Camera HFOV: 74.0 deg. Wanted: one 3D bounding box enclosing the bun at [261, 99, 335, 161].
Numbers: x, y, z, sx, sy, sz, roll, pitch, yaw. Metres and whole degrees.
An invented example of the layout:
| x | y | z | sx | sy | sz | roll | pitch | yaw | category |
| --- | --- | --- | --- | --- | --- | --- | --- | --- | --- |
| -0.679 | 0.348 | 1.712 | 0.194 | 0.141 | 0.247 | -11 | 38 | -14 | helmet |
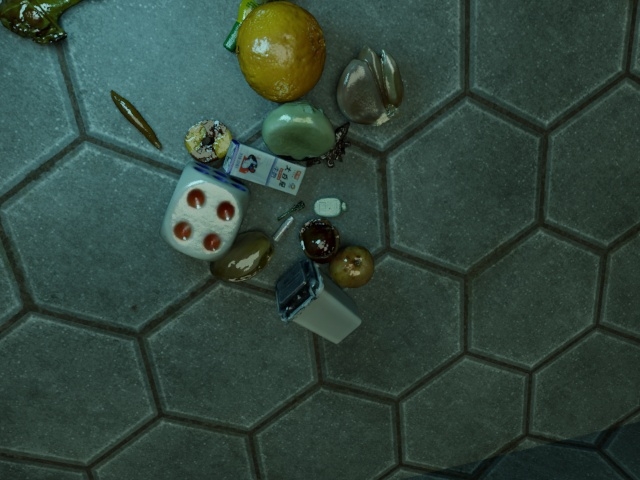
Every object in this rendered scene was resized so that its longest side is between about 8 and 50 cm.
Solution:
| x | y | z | sx | sy | sz | roll | pitch | yaw | category |
| --- | --- | --- | --- | --- | --- | --- | --- | --- | --- |
| -0.087 | -0.437 | 1.632 | 0.283 | 0.283 | 0.179 | 5 | 64 | -12 | bun |

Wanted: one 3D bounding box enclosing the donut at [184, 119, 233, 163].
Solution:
| x | y | z | sx | sy | sz | roll | pitch | yaw | category |
| --- | --- | --- | --- | --- | --- | --- | --- | --- | --- |
| -0.445 | -0.399 | 1.702 | 0.184 | 0.073 | 0.166 | -35 | 112 | 0 | donut |

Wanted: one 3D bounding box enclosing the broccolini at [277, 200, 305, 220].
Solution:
| x | y | z | sx | sy | sz | roll | pitch | yaw | category |
| --- | --- | --- | --- | --- | --- | --- | --- | --- | --- |
| -0.128 | -0.125 | 1.876 | 0.140 | 0.030 | 0.035 | -34 | 115 | 5 | broccolini |

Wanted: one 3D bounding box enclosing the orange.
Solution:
| x | y | z | sx | sy | sz | roll | pitch | yaw | category |
| --- | --- | --- | --- | --- | --- | --- | --- | --- | --- |
| -0.129 | -0.675 | 1.530 | 0.293 | 0.340 | 0.341 | -4 | 112 | 25 | orange |

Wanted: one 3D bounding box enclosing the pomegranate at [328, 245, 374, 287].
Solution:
| x | y | z | sx | sy | sz | roll | pitch | yaw | category |
| --- | --- | --- | --- | --- | --- | --- | --- | --- | --- |
| 0.142 | 0.116 | 1.915 | 0.207 | 0.207 | 0.207 | -3 | 108 | -10 | pomegranate |

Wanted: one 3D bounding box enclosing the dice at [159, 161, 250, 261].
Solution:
| x | y | z | sx | sy | sz | roll | pitch | yaw | category |
| --- | --- | --- | --- | --- | --- | --- | --- | --- | --- |
| -0.451 | -0.117 | 1.668 | 0.277 | 0.304 | 0.304 | 24 | 102 | -17 | dice |

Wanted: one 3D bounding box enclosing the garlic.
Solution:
| x | y | z | sx | sy | sz | roll | pitch | yaw | category |
| --- | --- | --- | --- | --- | --- | --- | --- | --- | --- |
| 0.194 | -0.609 | 1.725 | 0.279 | 0.132 | 0.325 | -31 | 113 | -1 | garlic |

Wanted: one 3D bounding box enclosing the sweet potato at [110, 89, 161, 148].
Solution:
| x | y | z | sx | sy | sz | roll | pitch | yaw | category |
| --- | --- | --- | --- | --- | --- | --- | --- | --- | --- |
| -0.710 | -0.466 | 1.639 | 0.057 | 0.057 | 0.265 | -37 | 109 | 2 | sweet potato |

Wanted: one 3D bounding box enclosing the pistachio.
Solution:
| x | y | z | sx | sy | sz | roll | pitch | yaw | category |
| --- | --- | --- | --- | --- | --- | --- | --- | --- | --- |
| -0.339 | 0.073 | 1.838 | 0.288 | 0.197 | 0.166 | -31 | 154 | -11 | pistachio |

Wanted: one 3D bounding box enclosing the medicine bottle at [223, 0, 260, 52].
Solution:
| x | y | z | sx | sy | sz | roll | pitch | yaw | category |
| --- | --- | --- | --- | --- | --- | --- | --- | --- | --- |
| -0.279 | -0.832 | 1.599 | 0.095 | 0.064 | 0.260 | 30 | 100 | -33 | medicine bottle |

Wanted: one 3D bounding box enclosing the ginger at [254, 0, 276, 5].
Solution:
| x | y | z | sx | sy | sz | roll | pitch | yaw | category |
| --- | --- | --- | --- | --- | --- | --- | --- | --- | --- |
| -0.156 | -0.936 | 1.520 | 0.116 | 0.109 | 0.263 | 38 | 68 | -16 | ginger |

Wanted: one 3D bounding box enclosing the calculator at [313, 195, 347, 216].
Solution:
| x | y | z | sx | sy | sz | roll | pitch | yaw | category |
| --- | --- | --- | --- | --- | --- | --- | --- | --- | --- |
| 0.045 | -0.151 | 1.902 | 0.153 | 0.021 | 0.095 | -1 | 108 | -7 | calculator |

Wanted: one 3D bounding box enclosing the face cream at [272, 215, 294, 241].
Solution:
| x | y | z | sx | sy | sz | roll | pitch | yaw | category |
| --- | --- | --- | --- | --- | --- | --- | --- | --- | --- |
| -0.162 | -0.055 | 1.887 | 0.034 | 0.034 | 0.130 | 36 | 97 | -19 | face cream |

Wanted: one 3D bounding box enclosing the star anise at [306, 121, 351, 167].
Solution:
| x | y | z | sx | sy | sz | roll | pitch | yaw | category |
| --- | --- | --- | --- | --- | --- | --- | --- | --- | --- |
| 0.028 | -0.410 | 1.775 | 0.214 | 0.099 | 0.220 | -1 | 108 | -13 | star anise |

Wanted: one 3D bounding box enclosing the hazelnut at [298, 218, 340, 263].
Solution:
| x | y | z | sx | sy | sz | roll | pitch | yaw | category |
| --- | --- | --- | --- | --- | --- | --- | --- | --- | --- |
| -0.007 | 0.005 | 1.859 | 0.170 | 0.160 | 0.202 | -32 | 83 | -20 | hazelnut |

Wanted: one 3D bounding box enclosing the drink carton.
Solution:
| x | y | z | sx | sy | sz | roll | pitch | yaw | category |
| --- | --- | --- | --- | --- | --- | --- | --- | --- | --- |
| -0.226 | -0.295 | 1.729 | 0.315 | 0.106 | 0.131 | 14 | 107 | -30 | drink carton |

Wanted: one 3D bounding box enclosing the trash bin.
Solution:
| x | y | z | sx | sy | sz | roll | pitch | yaw | category |
| --- | --- | --- | --- | --- | --- | --- | --- | --- | --- |
| -0.002 | 0.295 | 1.898 | 0.256 | 0.296 | 0.367 | -43 | 118 | 12 | trash bin |

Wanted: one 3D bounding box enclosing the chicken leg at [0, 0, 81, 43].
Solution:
| x | y | z | sx | sy | sz | roll | pitch | yaw | category |
| --- | --- | --- | --- | --- | --- | --- | --- | --- | --- |
| -0.915 | -0.792 | 1.453 | 0.361 | 0.140 | 0.212 | -17 | 102 | -1 | chicken leg |
